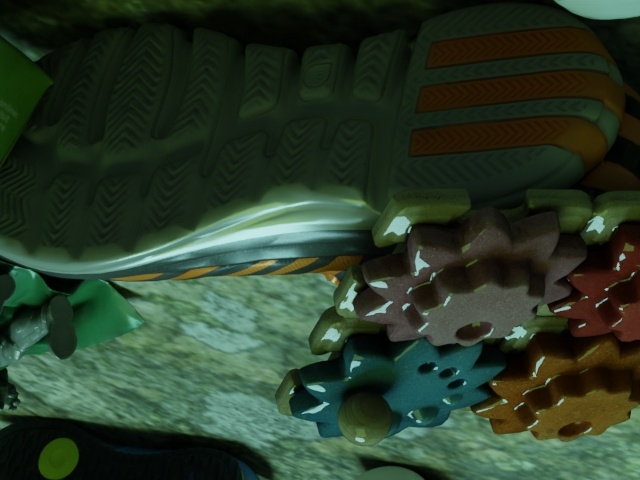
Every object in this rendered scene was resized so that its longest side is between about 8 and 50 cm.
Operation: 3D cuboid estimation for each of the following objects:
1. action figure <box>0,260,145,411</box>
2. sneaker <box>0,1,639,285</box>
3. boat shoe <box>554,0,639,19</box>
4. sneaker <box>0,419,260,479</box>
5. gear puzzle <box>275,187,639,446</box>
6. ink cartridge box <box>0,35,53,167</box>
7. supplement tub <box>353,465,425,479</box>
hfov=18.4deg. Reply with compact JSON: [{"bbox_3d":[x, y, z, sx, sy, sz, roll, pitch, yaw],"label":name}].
[{"bbox_3d":[-0.214,0.061,1.184,0.137,0.063,0.232,23,158,-21],"label":"action figure"},{"bbox_3d":[0.000,0.000,0.846,0.321,0.124,0.180,1,150,30],"label":"sneaker"},{"bbox_3d":[0.125,-0.115,0.603,0.183,0.065,0.083,-7,147,42],"label":"boat shoe"},{"bbox_3d":[-0.132,0.173,1.348,0.209,0.069,0.082,5,156,22],"label":"sneaker"},{"bbox_3d":[0.159,0.043,0.793,0.339,0.044,0.175,0,147,-21],"label":"gear puzzle"},{"bbox_3d":[-0.268,-0.100,0.849,0.255,0.097,0.189,20,165,47],"label":"ink cartridge box"},{"bbox_3d":[0.055,0.198,1.280,0.071,0.071,0.107,6,153,21],"label":"supplement tub"}]
